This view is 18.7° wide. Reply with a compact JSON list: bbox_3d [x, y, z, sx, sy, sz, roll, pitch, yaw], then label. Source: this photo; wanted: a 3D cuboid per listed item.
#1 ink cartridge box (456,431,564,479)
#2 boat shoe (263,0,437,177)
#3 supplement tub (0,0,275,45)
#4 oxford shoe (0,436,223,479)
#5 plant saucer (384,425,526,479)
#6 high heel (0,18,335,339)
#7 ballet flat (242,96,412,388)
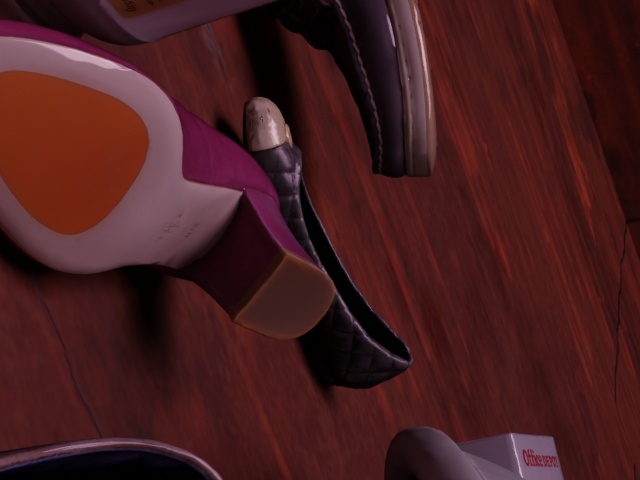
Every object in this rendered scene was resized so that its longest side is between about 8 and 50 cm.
[{"bbox_3d":[0.117,0.207,1.180,0.127,0.072,0.175,19,57,-71],"label":"ink cartridge box"},{"bbox_3d":[-0.002,-0.162,1.112,0.103,0.092,0.285,91,-15,-76],"label":"boat shoe"},{"bbox_3d":[-0.044,-0.160,0.756,0.144,0.200,0.144,-16,90,-75],"label":"supplement tub"},{"bbox_3d":[-0.064,0.119,0.528,0.364,0.133,0.130,21,54,-71],"label":"oxford shoe"},{"bbox_3d":[0.130,0.266,0.861,0.400,0.100,0.400,165,-90,-84],"label":"plant saucer"},{"bbox_3d":[-0.088,-0.042,0.771,0.244,0.082,0.117,27,14,-51],"label":"high heel"},{"bbox_3d":[0.000,0.000,1.028,0.057,0.049,0.173,-74,145,-64],"label":"ballet flat"}]
